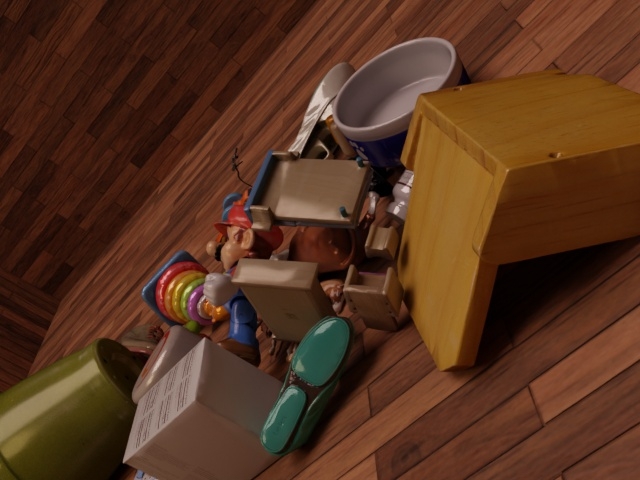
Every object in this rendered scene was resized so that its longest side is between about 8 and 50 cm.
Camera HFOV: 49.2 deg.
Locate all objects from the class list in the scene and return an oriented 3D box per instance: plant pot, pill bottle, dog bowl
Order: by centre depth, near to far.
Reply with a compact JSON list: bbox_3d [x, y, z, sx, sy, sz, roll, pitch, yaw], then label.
[{"bbox_3d":[0.179,-0.095,1.200,0.152,0.086,0.086,-56,22,-4],"label":"pill bottle"},{"bbox_3d":[0.161,-0.269,1.360,0.264,0.104,0.265,-24,37,20],"label":"dog bowl"},{"bbox_3d":[-0.586,0.430,1.687,0.353,0.366,0.366,-41,23,3],"label":"plant pot"}]

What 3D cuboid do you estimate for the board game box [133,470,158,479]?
[{"bbox_3d":[-0.329,0.495,1.417,0.160,0.039,0.212,-20,40,44],"label":"board game box"}]

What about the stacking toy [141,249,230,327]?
[{"bbox_3d":[-0.296,0.150,1.746,0.175,0.166,0.302,-49,32,-19],"label":"stacking toy"}]

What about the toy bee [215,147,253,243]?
[{"bbox_3d":[-0.178,-0.069,1.831,0.298,0.162,0.195,113,164,-47],"label":"toy bee"}]

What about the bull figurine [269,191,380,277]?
[{"bbox_3d":[0.000,0.000,1.385,0.310,0.101,0.188,-9,61,56],"label":"bull figurine"}]

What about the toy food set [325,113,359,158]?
[{"bbox_3d":[0.115,-0.244,1.571,0.232,0.105,0.111,-11,31,35],"label":"toy food set"}]

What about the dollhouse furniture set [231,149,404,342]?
[{"bbox_3d":[0.032,0.002,1.199,0.286,0.198,0.303,3,57,22],"label":"dollhouse furniture set"}]

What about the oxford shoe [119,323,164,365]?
[{"bbox_3d":[-0.492,0.284,1.951,0.130,0.123,0.348,-57,23,-21],"label":"oxford shoe"}]

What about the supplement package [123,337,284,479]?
[{"bbox_3d":[-0.190,0.315,1.205,0.203,0.194,0.149,-43,26,24],"label":"supplement package"}]

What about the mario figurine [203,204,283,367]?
[{"bbox_3d":[-0.177,0.081,1.352,0.198,0.170,0.321,-29,52,50],"label":"mario figurine"}]

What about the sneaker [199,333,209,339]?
[{"bbox_3d":[-0.321,0.260,1.742,0.175,0.064,0.067,171,111,-67],"label":"sneaker"}]

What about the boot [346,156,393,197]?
[{"bbox_3d":[0.112,-0.123,1.396,0.099,0.121,0.045,45,115,39],"label":"boot"}]

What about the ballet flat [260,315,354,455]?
[{"bbox_3d":[-0.013,0.227,1.113,0.083,0.087,0.247,30,93,25],"label":"ballet flat"}]

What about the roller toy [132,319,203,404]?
[{"bbox_3d":[-0.305,0.298,1.524,0.209,0.146,0.191,-54,13,15],"label":"roller toy"}]

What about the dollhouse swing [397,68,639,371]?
[{"bbox_3d":[0.273,-0.031,0.959,0.315,0.305,0.347,-11,25,-5],"label":"dollhouse swing"}]

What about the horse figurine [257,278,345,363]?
[{"bbox_3d":[-0.058,0.145,1.359,0.263,0.066,0.175,1,65,60],"label":"horse figurine"}]

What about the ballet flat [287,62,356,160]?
[{"bbox_3d":[0.008,-0.250,1.739,0.400,0.139,0.139,-59,22,0],"label":"ballet flat"}]
